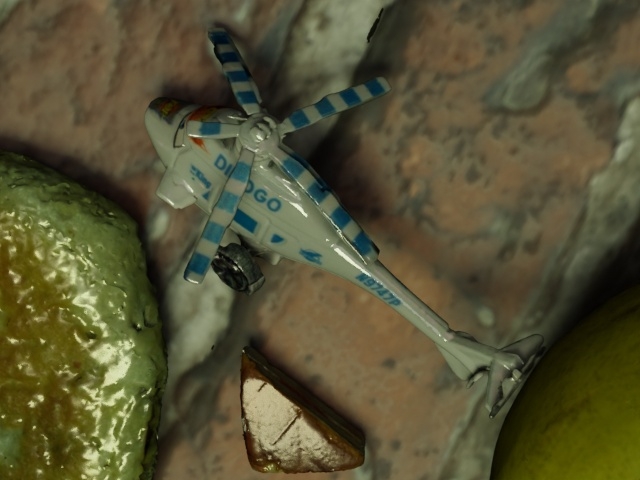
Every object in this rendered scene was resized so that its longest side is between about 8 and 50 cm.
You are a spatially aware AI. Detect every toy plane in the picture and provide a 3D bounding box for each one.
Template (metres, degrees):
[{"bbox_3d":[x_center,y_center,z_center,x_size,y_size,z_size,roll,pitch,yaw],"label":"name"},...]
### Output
[{"bbox_3d":[0.008,-0.006,0.728,0.273,0.107,0.182,26,58,-2],"label":"toy plane"}]

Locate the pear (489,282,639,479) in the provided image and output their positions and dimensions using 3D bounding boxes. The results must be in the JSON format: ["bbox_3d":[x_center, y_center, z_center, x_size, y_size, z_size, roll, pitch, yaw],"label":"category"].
[{"bbox_3d":[0.240,0.128,0.667,0.307,0.253,0.253,-41,96,2],"label":"pear"}]

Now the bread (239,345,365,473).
[{"bbox_3d":[-0.026,0.124,0.789,0.109,0.043,0.062,42,99,-6],"label":"bread"}]

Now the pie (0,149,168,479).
[{"bbox_3d":[-0.244,0.090,0.786,0.323,0.070,0.323,1,100,7],"label":"pie"}]
